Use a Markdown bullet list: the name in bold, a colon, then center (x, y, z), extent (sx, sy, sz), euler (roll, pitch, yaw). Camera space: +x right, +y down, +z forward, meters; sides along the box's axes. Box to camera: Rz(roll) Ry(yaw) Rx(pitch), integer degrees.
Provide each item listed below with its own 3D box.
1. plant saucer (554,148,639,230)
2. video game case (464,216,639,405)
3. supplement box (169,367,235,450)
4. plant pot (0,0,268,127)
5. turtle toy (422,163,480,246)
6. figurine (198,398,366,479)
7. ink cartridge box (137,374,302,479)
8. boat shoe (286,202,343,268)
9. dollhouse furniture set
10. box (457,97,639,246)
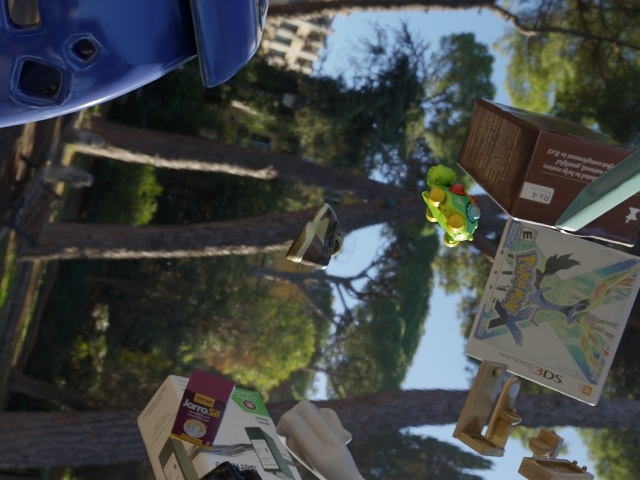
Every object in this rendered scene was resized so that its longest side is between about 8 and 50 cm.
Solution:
- **plant saucer**: center (0.255, -0.065, 0.556), extent (0.067, 0.018, 0.192), euler (-40, 178, -37)
- **video game case**: center (0.501, 0.148, 1.624), extent (0.036, 0.300, 0.328), euler (-5, 113, -64)
- **supplement box**: center (-0.143, 0.205, 0.909), extent (0.043, 0.055, 0.083), euler (-72, -178, -61)
- **plant pot**: center (-0.146, -0.229, 0.518), extent (0.236, 0.212, 0.235), euler (-91, 178, -58)
- **turtle toy**: center (0.197, -0.056, 1.137), extent (0.130, 0.066, 0.095), euler (59, -6, 17)
- **figurine**: center (-0.014, 0.336, 0.947), extent (0.209, 0.215, 0.092), euler (44, -20, 31)
- **ink cartridge box**: center (-0.158, 0.381, 1.259), extent (0.121, 0.211, 0.289), euler (-53, -137, 16)
- **boat shoe**: center (0.001, -0.001, 1.240), extent (0.080, 0.073, 0.223), euler (-54, -179, 17)
- **dollhouse furniture set**: center (0.309, 0.266, 1.081), extent (0.151, 0.144, 0.123), euler (25, -83, 50)
- **box**: center (0.362, -0.125, 1.214), extent (0.381, 0.191, 0.143), euler (-97, -159, -71)
